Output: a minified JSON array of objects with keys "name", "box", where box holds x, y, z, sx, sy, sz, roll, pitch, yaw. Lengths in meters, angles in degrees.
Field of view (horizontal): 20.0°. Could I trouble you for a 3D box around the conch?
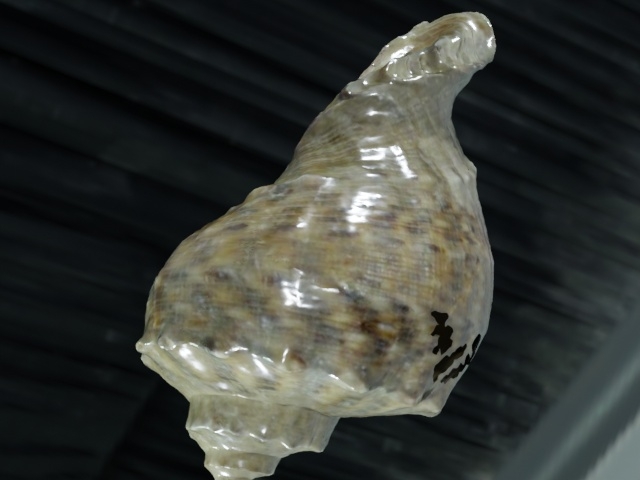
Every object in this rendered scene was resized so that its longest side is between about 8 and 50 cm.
[{"name":"conch","box":[0.000,0.000,0.686,0.155,0.130,0.207,1,64,50]}]
